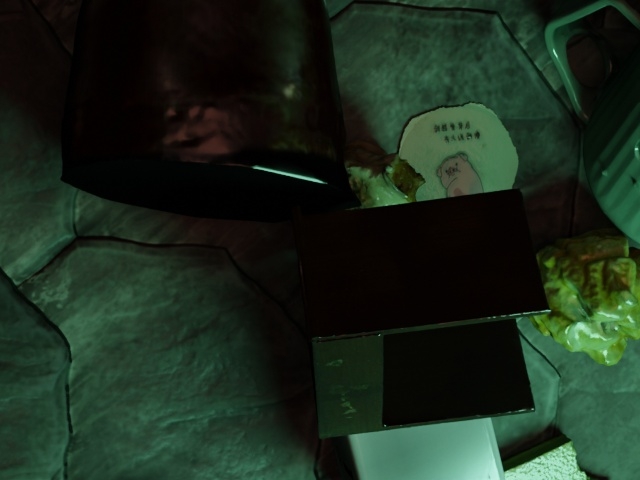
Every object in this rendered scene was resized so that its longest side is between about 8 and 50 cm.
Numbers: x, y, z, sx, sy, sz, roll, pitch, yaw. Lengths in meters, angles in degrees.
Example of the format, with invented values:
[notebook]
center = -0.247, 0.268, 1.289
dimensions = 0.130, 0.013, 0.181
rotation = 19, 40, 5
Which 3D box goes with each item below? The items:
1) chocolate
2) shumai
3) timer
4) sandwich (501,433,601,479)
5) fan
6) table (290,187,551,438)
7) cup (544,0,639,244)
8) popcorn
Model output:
[chocolate]
center = -0.135, -0.213, 1.739
dimensions = 0.383, 0.383, 0.331
rotation = 7, 79, -11
[shumai]
center = 0.075, -0.071, 1.878
dimensions = 0.145, 0.116, 0.146
rotation = 2, 87, -32
[timer]
center = 0.125, 0.280, 1.902
dimensions = 0.192, 0.195, 0.194
rotation = -16, 99, -8
[sandwich]
center = 0.293, 0.367, 2.017
dimensions = 0.245, 0.063, 0.212
rotation = 33, 87, -13
[fan]
center = 0.202, -0.037, 1.969
dimensions = 0.182, 0.010, 0.310
rotation = -9, 98, -10
[table]
center = 0.120, 0.090, 1.725
dimensions = 0.282, 0.196, 0.251
rotation = -7, 143, -1
[cup]
center = 0.482, -0.178, 1.793
dimensions = 0.400, 0.392, 0.310
rotation = 10, 71, 3
[popcorn]
center = 0.381, 0.079, 1.946
dimensions = 0.187, 0.167, 0.185
rotation = -31, 132, 29
